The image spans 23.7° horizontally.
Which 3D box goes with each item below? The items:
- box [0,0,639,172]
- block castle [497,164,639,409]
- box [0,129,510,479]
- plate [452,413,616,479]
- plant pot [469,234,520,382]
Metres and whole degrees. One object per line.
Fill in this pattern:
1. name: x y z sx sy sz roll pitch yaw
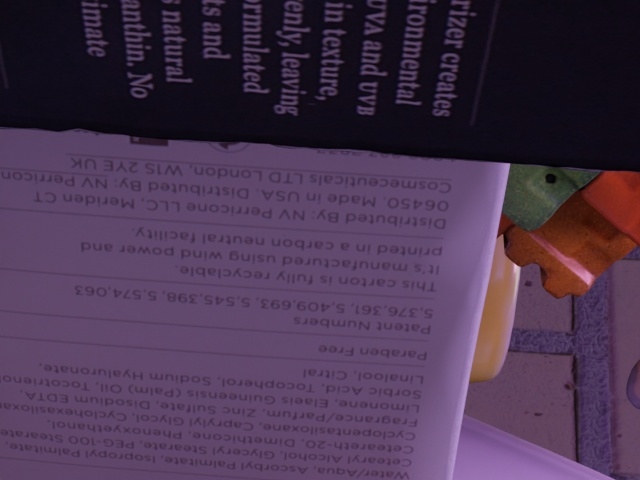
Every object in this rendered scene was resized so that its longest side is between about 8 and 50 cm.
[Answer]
1. box: 0.045 -0.183 0.366 0.183 0.294 0.296 95 -1 -56
2. block castle: 0.102 -0.133 0.810 0.213 0.453 0.303 -44 -164 21
3. box: -0.035 0.016 0.567 0.215 0.168 0.345 -86 180 -50
4. plate: 0.058 0.159 0.752 0.278 0.277 0.045 -24 127 -48
5. plant pot: 0.000 0.000 0.972 0.254 0.239 0.254 -175 -90 -89
